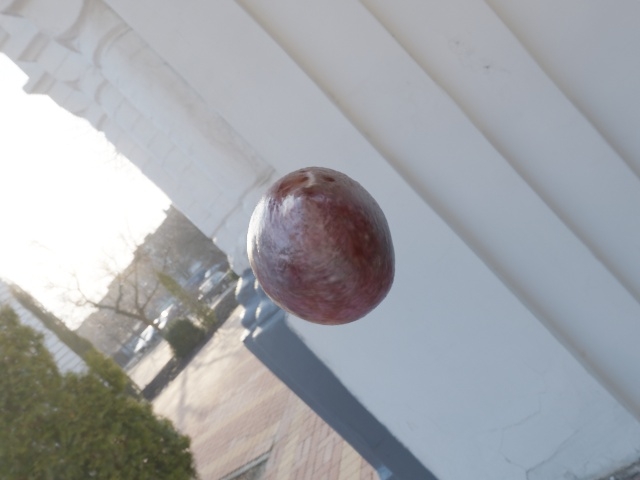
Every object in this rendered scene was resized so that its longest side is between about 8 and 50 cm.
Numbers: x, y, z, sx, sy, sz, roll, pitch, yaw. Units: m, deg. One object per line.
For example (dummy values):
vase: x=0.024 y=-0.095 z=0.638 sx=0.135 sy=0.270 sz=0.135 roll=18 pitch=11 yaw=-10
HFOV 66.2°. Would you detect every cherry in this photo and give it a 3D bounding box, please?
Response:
cherry: x=0.000 y=0.000 z=0.581 sx=0.249 sy=0.175 sz=0.191 roll=69 pitch=-160 yaw=-71
